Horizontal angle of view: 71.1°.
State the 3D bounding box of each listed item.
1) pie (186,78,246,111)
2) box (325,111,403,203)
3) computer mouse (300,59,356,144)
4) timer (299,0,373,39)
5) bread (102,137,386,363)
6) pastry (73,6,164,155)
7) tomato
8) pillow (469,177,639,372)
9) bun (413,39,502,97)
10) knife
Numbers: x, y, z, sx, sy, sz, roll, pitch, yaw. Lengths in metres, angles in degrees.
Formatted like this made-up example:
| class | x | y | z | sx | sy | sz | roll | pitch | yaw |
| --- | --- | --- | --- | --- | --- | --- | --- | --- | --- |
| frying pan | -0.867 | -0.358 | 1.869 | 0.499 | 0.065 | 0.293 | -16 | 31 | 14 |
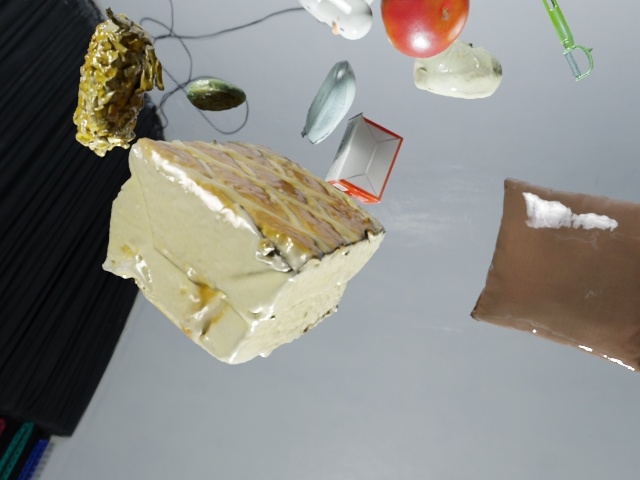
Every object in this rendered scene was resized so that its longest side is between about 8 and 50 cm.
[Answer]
| class | x | y | z | sx | sy | sz | roll | pitch | yaw |
| --- | --- | --- | --- | --- | --- | --- | --- | --- | --- |
| pie | -0.147 | -0.203 | 0.625 | 0.084 | 0.021 | 0.084 | -4 | 173 | 0 |
| box | 0.105 | -0.197 | 1.107 | 0.133 | 0.182 | 0.099 | 22 | 174 | -21 |
| computer mouse | 0.025 | -0.304 | 1.024 | 0.068 | 0.113 | 0.229 | 16 | 144 | -19 |
| timer | 0.060 | -0.537 | 0.885 | 0.240 | 0.233 | 0.233 | 46 | 153 | 16 |
| bread | -0.135 | 0.000 | 0.837 | 0.390 | 0.371 | 0.279 | 32 | 116 | 20 |
| pastry | -0.368 | -0.282 | 0.810 | 0.102 | 0.154 | 0.250 | 1 | 134 | -46 |
| tomato | 0.215 | -0.472 | 0.908 | 0.195 | 0.136 | 0.195 | -11 | 122 | -19 |
| pillow | 0.462 | 0.054 | 0.828 | 0.305 | 0.308 | 0.108 | 16 | -164 | 27 |
| bun | 0.555 | -0.700 | 1.826 | 0.361 | 0.361 | 0.213 | 11 | 113 | 6 |
| knife | 0.536 | -0.454 | 0.969 | 0.054 | 0.015 | 0.212 | -26 | 88 | 27 |
